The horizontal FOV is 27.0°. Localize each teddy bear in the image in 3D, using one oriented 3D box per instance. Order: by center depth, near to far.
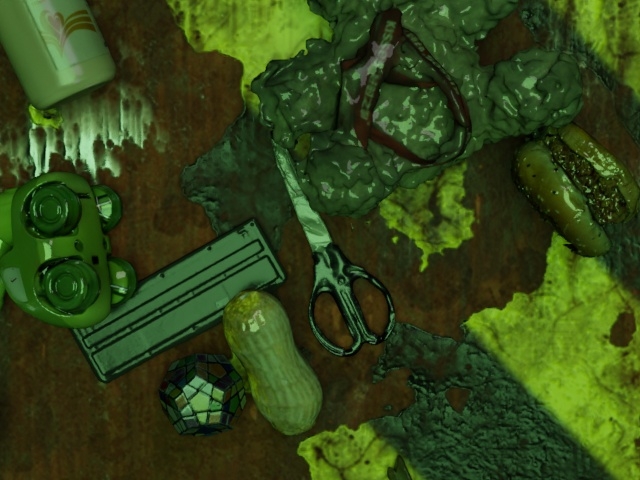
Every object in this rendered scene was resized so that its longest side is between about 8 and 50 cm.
[{"bbox_3d":[0.079,-0.239,1.550,0.357,0.224,0.367,-23,89,-5],"label":"teddy bear"}]

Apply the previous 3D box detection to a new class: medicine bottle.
[{"bbox_3d":[-0.342,-0.287,1.585,0.114,0.114,0.252,-25,95,2],"label":"medicine bottle"}]

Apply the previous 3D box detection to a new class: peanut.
[{"bbox_3d":[-0.056,0.151,1.635,0.087,0.087,0.206,-21,113,2],"label":"peanut"}]

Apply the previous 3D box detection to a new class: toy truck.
[{"bbox_3d":[-0.338,0.008,1.611,0.211,0.148,0.187,6,94,20],"label":"toy truck"}]

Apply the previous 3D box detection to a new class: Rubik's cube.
[{"bbox_3d":[-0.146,0.191,1.648,0.093,0.111,0.111,-28,96,-23],"label":"Rubik's cube"}]

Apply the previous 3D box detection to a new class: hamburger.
[{"bbox_3d":[0.296,-0.064,1.595,0.113,0.177,0.185,-49,52,4],"label":"hamburger"}]

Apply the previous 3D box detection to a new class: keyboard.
[{"bbox_3d":[-0.133,0.050,1.662,0.381,0.041,0.103,-28,93,10],"label":"keyboard"}]

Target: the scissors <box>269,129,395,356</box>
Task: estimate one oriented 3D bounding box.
[{"bbox_3d":[0.000,0.000,1.666,0.109,0.022,0.300,-23,96,-2],"label":"scissors"}]

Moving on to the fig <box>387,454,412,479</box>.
[{"bbox_3d":[0.172,0.427,1.623,0.286,0.286,0.368,-20,73,2],"label":"fig"}]
